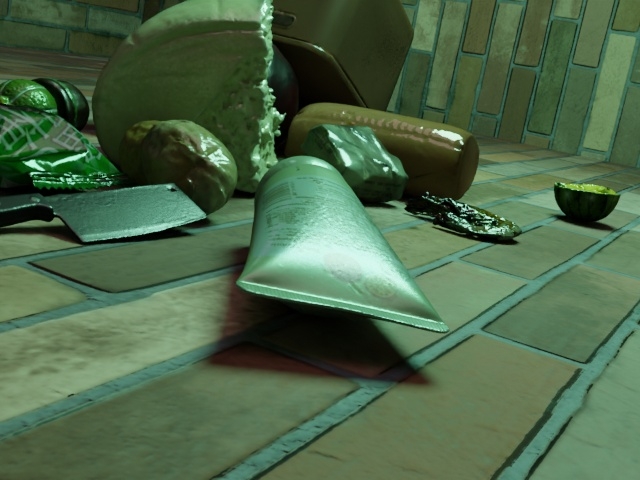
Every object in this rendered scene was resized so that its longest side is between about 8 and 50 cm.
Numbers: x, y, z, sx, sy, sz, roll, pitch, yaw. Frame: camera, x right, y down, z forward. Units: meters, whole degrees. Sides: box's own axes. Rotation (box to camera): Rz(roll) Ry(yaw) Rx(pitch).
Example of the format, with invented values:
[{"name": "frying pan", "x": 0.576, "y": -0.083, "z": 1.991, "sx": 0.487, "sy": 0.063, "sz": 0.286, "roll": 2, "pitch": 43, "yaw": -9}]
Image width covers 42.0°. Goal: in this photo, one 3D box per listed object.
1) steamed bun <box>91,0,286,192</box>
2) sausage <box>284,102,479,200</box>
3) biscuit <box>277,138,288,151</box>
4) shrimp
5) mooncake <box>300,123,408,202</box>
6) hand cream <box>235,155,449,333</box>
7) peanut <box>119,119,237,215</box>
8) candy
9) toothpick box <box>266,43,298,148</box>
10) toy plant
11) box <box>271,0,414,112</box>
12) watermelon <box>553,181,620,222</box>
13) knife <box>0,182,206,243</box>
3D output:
[{"name": "steamed bun", "x": -0.153, "y": -0.219, "z": 1.126, "sx": 0.273, "sy": 0.272, "sz": 0.290, "roll": 8, "pitch": 9, "yaw": -9}, {"name": "sausage", "x": 0.087, "y": -0.142, "z": 1.298, "sx": 0.304, "sy": 0.121, "sz": 0.121, "roll": 14, "pitch": 13, "yaw": 20}, {"name": "biscuit", "x": 0.045, "y": -0.182, "z": 1.615, "sx": 0.273, "sy": 0.049, "sz": 0.257, "roll": 11, "pitch": 12, "yaw": -6}, {"name": "shrimp", "x": 0.181, "y": -0.032, "z": 1.089, "sx": 0.161, "sy": 0.034, "sz": 0.091, "roll": 17, "pitch": 15, "yaw": 24}, {"name": "mooncake", "x": 0.046, "y": -0.109, "z": 1.177, "sx": 0.125, "sy": 0.073, "sz": 0.130, "roll": 5, "pitch": 43, "yaw": -35}, {"name": "hand cream", "x": 0.000, "y": 0.000, "z": 0.681, "sx": 0.147, "sy": 0.093, "sz": 0.306, "roll": 13, "pitch": 14, "yaw": -11}, {"name": "peanut", "x": -0.162, "y": -0.087, "z": 0.930, "sx": 0.099, "sy": 0.099, "sz": 0.214, "roll": 3, "pitch": 10, "yaw": -30}, {"name": "candy", "x": -0.316, "y": -0.095, "z": 0.884, "sx": 0.203, "sy": 0.078, "sz": 0.141, "roll": 28, "pitch": 30, "yaw": 21}, {"name": "toothpick box", "x": -0.183, "y": -0.241, "z": 1.384, "sx": 0.294, "sy": 0.192, "sz": 0.192, "roll": 5, "pitch": 13, "yaw": -1}, {"name": "toy plant", "x": -0.393, "y": -0.177, "z": 1.145, "sx": 0.093, "sy": 0.093, "sz": 0.162, "roll": 13, "pitch": 16, "yaw": 14}, {"name": "box", "x": 0.008, "y": -0.384, "z": 1.556, "sx": 0.239, "sy": 0.229, "sz": 0.339, "roll": 19, "pitch": -11, "yaw": 26}, {"name": "watermelon", "x": 0.427, "y": -0.061, "z": 1.344, "sx": 0.105, "sy": 0.062, "sz": 0.105, "roll": 8, "pitch": 5, "yaw": -1}, {"name": "knife", "x": -0.207, "y": -0.023, "z": 0.741, "sx": 0.245, "sy": 0.019, "sz": 0.072, "roll": -12, "pitch": 44, "yaw": -47}]
